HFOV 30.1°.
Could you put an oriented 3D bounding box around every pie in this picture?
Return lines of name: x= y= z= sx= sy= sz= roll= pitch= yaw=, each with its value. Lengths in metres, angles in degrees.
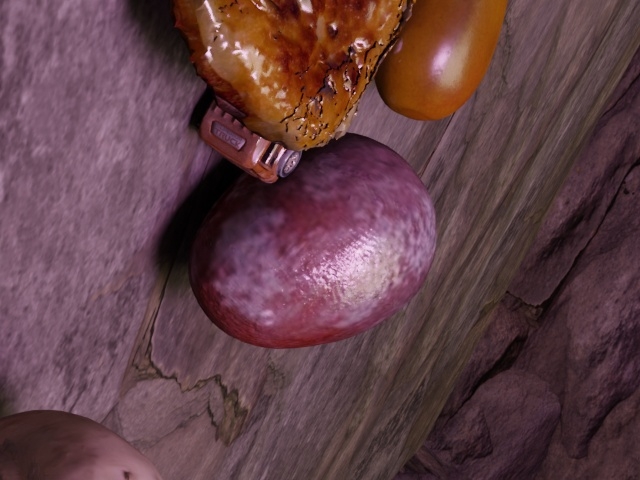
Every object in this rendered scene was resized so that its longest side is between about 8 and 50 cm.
pie: x=-0.003 y=-0.213 z=0.907 sx=0.308 sy=0.085 sz=0.308 roll=-30 pitch=132 yaw=-40

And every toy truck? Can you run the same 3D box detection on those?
toy truck: x=-0.032 y=-0.150 z=1.070 sx=0.192 sy=0.083 sz=0.092 roll=-58 pitch=163 yaw=5

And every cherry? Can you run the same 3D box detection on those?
cherry: x=0.000 y=0.000 z=1.192 sx=0.285 sy=0.213 sz=0.236 roll=-38 pitch=169 yaw=-43

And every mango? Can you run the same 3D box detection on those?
mango: x=0.138 y=-0.237 z=1.311 sx=0.221 sy=0.120 sz=0.151 roll=-64 pitch=162 yaw=2

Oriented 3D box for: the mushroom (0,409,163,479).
mushroom: x=-0.237 y=0.257 z=0.923 sx=0.315 sy=0.315 sz=0.356 roll=-33 pitch=152 yaw=-52
